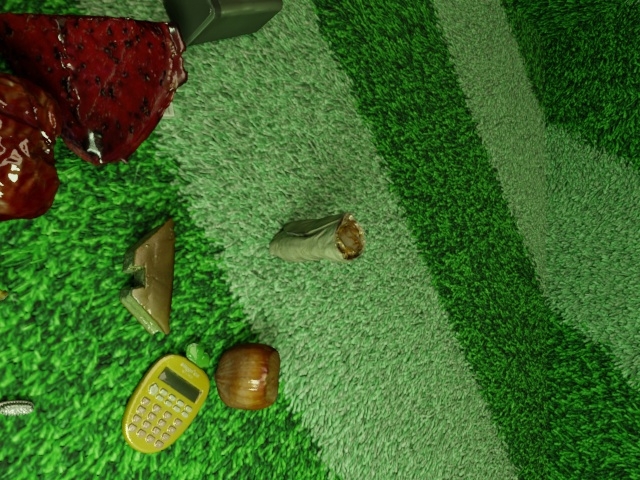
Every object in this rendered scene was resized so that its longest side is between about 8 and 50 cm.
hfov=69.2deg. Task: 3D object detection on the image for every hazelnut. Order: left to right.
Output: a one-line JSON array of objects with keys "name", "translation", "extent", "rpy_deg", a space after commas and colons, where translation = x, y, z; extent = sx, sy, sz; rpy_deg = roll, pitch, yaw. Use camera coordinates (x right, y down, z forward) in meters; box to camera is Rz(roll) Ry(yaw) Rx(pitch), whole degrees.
[{"name": "hazelnut", "translation": [-0.163, 0.310, 1.059], "extent": [0.150, 0.150, 0.150], "rpy_deg": [10, 75, -39]}]

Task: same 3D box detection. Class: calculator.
[{"name": "calculator", "translation": [-0.316, 0.326, 0.978], "extent": [0.146, 0.032, 0.234], "rpy_deg": [46, 56, -24]}]

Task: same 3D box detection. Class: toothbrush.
[{"name": "toothbrush", "translation": [-0.624, 0.267, 0.727], "extent": [0.307, 0.030, 0.025], "rpy_deg": [14, 78, -38]}]

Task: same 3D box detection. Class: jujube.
[{"name": "jujube", "translation": [-0.539, -0.149, 0.766], "extent": [0.213, 0.213, 0.232], "rpy_deg": [2, 83, -40]}]

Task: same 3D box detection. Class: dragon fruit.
[{"name": "dragon fruit", "translation": [-0.448, -0.335, 0.962], "extent": [0.329, 0.228, 0.286], "rpy_deg": [-51, 142, -50]}]

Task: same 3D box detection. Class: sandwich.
[{"name": "sandwich", "translation": [-0.360, 0.074, 0.955], "extent": [0.088, 0.090, 0.244], "rpy_deg": [7, 79, -44]}]

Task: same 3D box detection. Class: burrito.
[{"name": "burrito", "translation": [-0.003, 0.001, 1.143], "extent": [0.143, 0.299, 0.105], "rpy_deg": [-33, 107, -34]}]

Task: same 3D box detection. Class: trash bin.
[{"name": "trash bin", "translation": [-0.232, -0.586, 1.152], "extent": [0.240, 0.164, 0.122], "rpy_deg": [-32, 102, -41]}]

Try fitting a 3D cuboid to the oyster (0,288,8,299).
[{"name": "oyster", "translation": [-0.636, 0.114, 0.731], "extent": [0.209, 0.072, 0.133], "rpy_deg": [-44, 117, -17]}]

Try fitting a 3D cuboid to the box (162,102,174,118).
[{"name": "box", "translation": [-0.381, -0.308, 1.060], "extent": [0.083, 0.024, 0.054], "rpy_deg": [-8, 88, -42]}]
